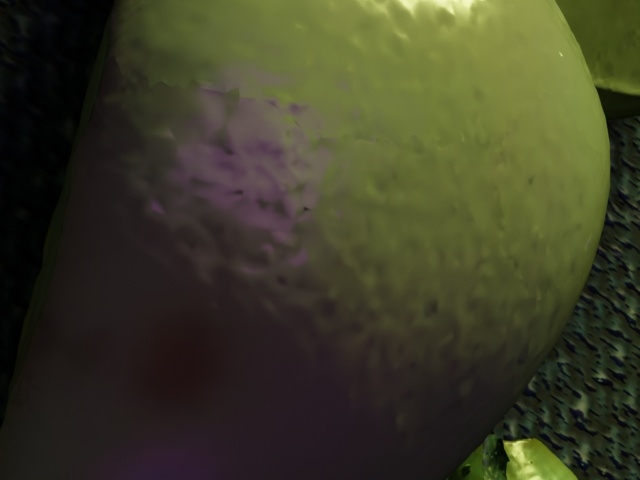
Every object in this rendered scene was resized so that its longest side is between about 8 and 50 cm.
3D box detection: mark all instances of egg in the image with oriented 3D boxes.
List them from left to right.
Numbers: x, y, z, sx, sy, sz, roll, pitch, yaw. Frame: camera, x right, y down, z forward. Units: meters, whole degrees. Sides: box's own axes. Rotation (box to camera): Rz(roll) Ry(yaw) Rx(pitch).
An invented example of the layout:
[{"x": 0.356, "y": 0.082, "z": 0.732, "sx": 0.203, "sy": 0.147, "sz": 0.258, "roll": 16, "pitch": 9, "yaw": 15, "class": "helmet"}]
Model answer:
[{"x": 0.003, "y": -0.004, "z": 0.514, "sx": 0.161, "sy": 0.206, "sz": 0.271, "roll": 14, "pitch": 59, "yaw": -6, "class": "egg"}]

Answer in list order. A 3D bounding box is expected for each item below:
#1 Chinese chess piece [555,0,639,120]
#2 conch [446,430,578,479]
[{"x": 0.101, "y": -0.171, "z": 0.654, "sx": 0.250, "sy": 0.101, "sz": 0.250, "roll": -4, "pitch": 97, "yaw": -31, "class": "Chinese chess piece"}, {"x": 0.076, "y": 0.151, "z": 0.612, "sx": 0.105, "sy": 0.079, "sz": 0.170, "roll": 31, "pitch": 55, "yaw": -40, "class": "conch"}]
